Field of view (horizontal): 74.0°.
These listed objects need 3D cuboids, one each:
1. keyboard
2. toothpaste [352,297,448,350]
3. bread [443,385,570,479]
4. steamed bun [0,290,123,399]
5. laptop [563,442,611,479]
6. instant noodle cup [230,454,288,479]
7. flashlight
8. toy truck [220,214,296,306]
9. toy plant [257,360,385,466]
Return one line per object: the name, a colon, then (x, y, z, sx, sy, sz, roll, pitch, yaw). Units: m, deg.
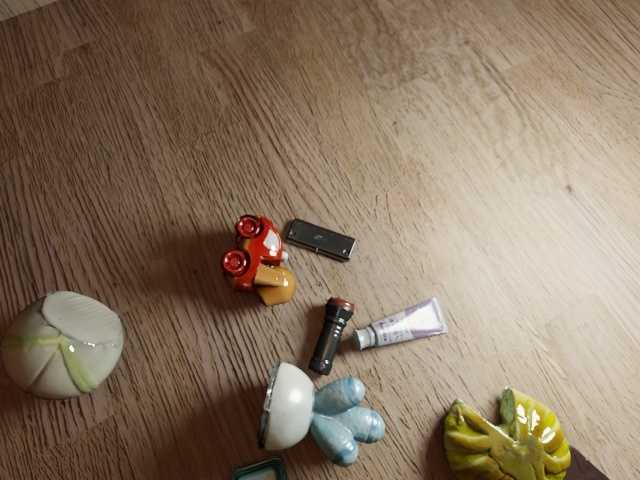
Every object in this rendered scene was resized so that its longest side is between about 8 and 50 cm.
keyboard: (0.000, 0.000, 1.424, 0.230, 0.025, 0.094, 20, 70, 7)
toothpaste: (0.249, 0.267, 1.313, 0.298, 0.073, 0.114, -14, 71, -13)
bread: (0.509, 0.564, 1.155, 0.332, 0.160, 0.334, 0, 72, 1)
steamed bun: (-0.730, 0.319, 1.188, 0.308, 0.309, 0.310, 0, 71, 0)
laptop: (0.692, 0.699, 1.179, 0.154, 0.026, 0.207, 42, 77, 11)
instant noodle cup: (-0.160, 0.699, 1.158, 0.156, 0.070, 0.179, -15, 70, -7)
flashlight: (0.032, 0.293, 1.295, 0.092, 0.093, 0.232, 17, 77, 6)
toy truck: (-0.175, 0.065, 1.325, 0.238, 0.189, 0.265, 18, 71, -4)
toy plant: (0.013, 0.476, 1.157, 0.331, 0.247, 0.248, 10, 71, 1)
